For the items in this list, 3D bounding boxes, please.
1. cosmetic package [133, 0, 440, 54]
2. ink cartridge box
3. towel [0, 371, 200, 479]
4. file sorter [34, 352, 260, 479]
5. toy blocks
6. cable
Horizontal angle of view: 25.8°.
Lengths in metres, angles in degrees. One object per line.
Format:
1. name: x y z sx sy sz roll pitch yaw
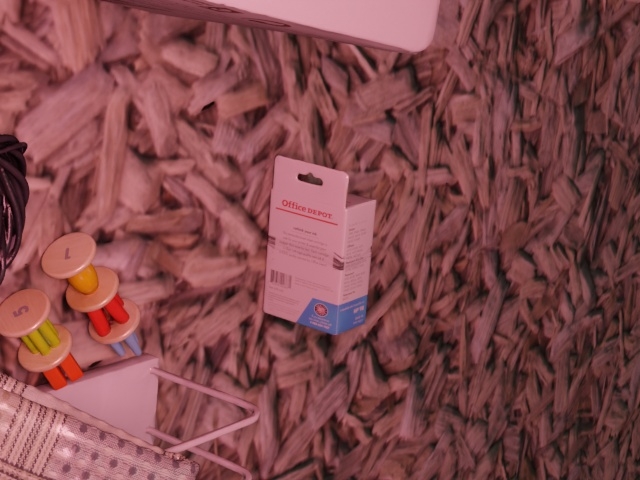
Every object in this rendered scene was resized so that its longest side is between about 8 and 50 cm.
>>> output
1. cosmetic package: -0.097 -0.369 1.031 0.329 0.327 0.393 1 101 -55
2. ink cartridge box: 0.000 0.000 1.513 0.060 0.104 0.180 -16 116 -51
3. towel: -0.301 0.254 1.108 0.324 0.056 0.312 27 86 -22
4. file sorter: -0.179 0.279 1.315 0.193 0.173 0.277 -14 115 -51
5. toy blocks: -0.221 0.084 1.280 0.123 0.054 0.148 -55 142 -27
6. cable: -0.295 -0.011 1.144 0.184 0.047 0.150 -50 139 -31
